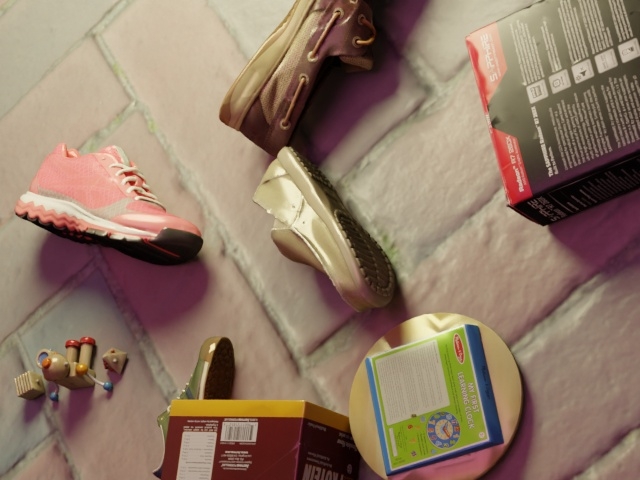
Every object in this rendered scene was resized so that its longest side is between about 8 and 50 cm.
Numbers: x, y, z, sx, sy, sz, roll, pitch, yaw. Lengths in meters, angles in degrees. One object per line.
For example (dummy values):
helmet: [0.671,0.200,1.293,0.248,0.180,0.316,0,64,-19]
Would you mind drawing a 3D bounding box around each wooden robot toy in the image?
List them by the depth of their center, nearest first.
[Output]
wooden robot toy: [-0.342,0.162,2.016,0.173,0.079,0.076,-13,67,29]

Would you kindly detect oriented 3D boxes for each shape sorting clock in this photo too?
shape sorting clock: [0.128,0.181,1.721,0.206,0.040,0.206,-11,66,26]

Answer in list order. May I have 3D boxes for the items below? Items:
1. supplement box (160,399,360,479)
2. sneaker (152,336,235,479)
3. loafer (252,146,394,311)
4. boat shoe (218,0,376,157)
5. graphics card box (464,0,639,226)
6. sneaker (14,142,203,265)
supplement box: [-0.071,0.290,1.760,0.191,0.129,0.194,-3,72,32]
sneaker: [-0.163,0.211,1.888,0.086,0.064,0.192,0,76,28]
loafer: [0.000,0.000,1.841,0.092,0.102,0.268,-45,46,14]
boat shoe: [0.019,-0.254,1.920,0.123,0.123,0.342,38,91,7]
graphics card box: [0.358,-0.190,1.670,0.371,0.094,0.232,-24,61,26]
sneaker: [-0.275,-0.060,2.029,0.314,0.116,0.136,14,80,36]
